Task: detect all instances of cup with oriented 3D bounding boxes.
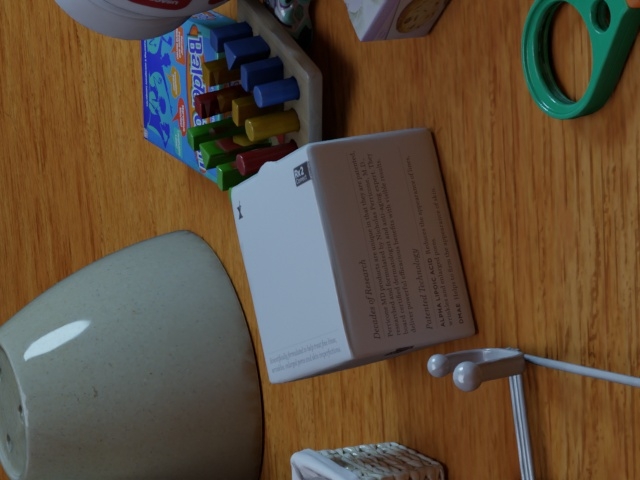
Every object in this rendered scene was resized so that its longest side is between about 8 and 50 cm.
[{"bbox_3d":[-0.238,0.169,1.917,0.331,0.237,0.331,33,128,57],"label":"cup"}]

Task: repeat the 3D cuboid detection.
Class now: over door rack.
[{"bbox_3d":[0.177,0.197,1.210,0.324,0.108,0.239,-3,96,64],"label":"over door rack"}]

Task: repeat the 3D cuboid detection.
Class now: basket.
[{"bbox_3d":[0.047,0.267,1.509,0.113,0.103,0.167,16,111,63],"label":"basket"}]

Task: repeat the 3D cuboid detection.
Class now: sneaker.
[{"bbox_3d":[-0.034,-0.227,1.586,0.069,0.038,0.098,49,140,47],"label":"sneaker"}]

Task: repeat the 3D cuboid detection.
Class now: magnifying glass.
[{"bbox_3d":[0.197,-0.155,1.149,0.231,0.026,0.092,133,124,-61],"label":"magnifying glass"}]

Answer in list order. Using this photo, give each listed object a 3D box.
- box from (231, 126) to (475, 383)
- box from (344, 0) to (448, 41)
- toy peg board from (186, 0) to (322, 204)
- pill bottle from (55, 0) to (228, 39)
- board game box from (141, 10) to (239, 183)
[{"bbox_3d":[0.022,0.015,1.456,0.181,0.119,0.182,-25,76,64],"label":"box"},{"bbox_3d":[0.099,-0.262,1.266,0.063,0.067,0.324,69,151,22],"label":"box"},{"bbox_3d":[-0.067,-0.117,1.592,0.161,0.079,0.161,-128,29,-46],"label":"toy peg board"},{"bbox_3d":[-0.119,-0.337,1.506,0.407,0.229,0.229,-41,61,61],"label":"pill bottle"},{"bbox_3d":[-0.128,-0.160,1.797,0.210,0.047,0.160,30,125,58],"label":"board game box"}]
